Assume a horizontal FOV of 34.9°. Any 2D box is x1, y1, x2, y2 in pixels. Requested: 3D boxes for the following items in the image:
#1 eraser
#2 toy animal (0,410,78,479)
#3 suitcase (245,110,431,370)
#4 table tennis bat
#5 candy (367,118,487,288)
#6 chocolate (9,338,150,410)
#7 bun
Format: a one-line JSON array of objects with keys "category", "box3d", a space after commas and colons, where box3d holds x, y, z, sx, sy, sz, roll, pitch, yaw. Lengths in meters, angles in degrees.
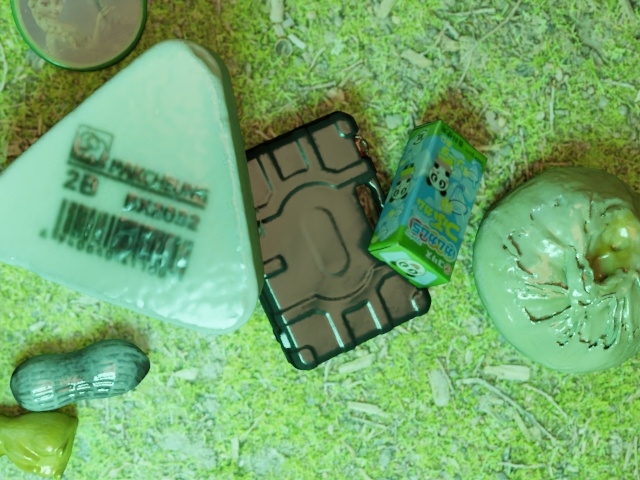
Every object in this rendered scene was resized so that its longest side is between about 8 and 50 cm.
[{"category": "eraser", "box3d": [-0.232, -0.045, 1.165, 0.332, 0.150, 0.331, 0, 99, 3]}, {"category": "toy animal", "box3d": [-0.377, 0.232, 1.221, 0.160, 0.083, 0.070, 9, 126, -5]}, {"category": "suitcase", "box3d": [0.000, 0.000, 1.290, 0.206, 0.066, 0.285, -25, 97, -10]}, {"category": "table tennis bat", "box3d": [-0.310, -0.329, 1.226, 0.161, 0.039, 0.257, -25, 100, -13]}, {"category": "candy", "box3d": [0.138, -0.047, 1.278, 0.097, 0.062, 0.194, 36, 61, -28]}, {"category": "chocolate", "box3d": [-0.290, 0.162, 1.230, 0.167, 0.072, 0.072, -10, 94, -10]}, {"category": "bun", "box3d": [0.346, 0.040, 1.328, 0.287, 0.146, 0.287, -1, 94, -14]}]
